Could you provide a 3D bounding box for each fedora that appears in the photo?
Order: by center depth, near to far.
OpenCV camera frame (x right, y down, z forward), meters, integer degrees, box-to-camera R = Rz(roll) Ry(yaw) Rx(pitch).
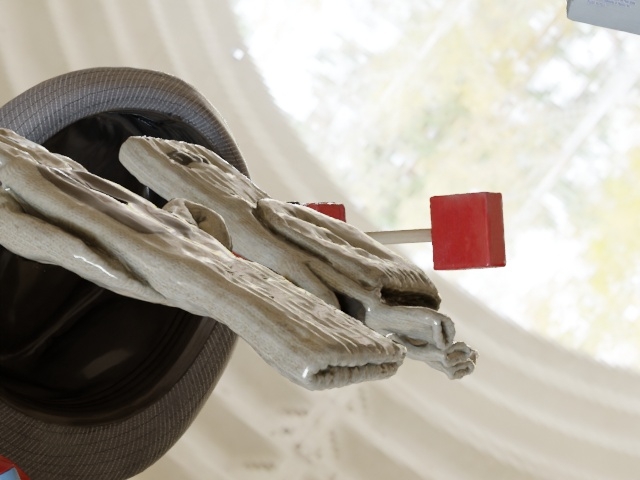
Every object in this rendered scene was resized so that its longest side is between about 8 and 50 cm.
[{"bbox_3d":[-0.169,0.013,1.109,0.243,0.275,0.124,14,-176,-36],"label":"fedora"}]

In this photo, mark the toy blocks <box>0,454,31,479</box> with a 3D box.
[{"bbox_3d":[-0.242,0.198,0.947,0.190,0.381,0.261,-25,-81,-49],"label":"toy blocks"}]

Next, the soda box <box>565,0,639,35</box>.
[{"bbox_3d":[0.262,-0.130,0.792,0.286,0.091,0.098,13,-153,-1],"label":"soda box"}]

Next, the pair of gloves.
[{"bbox_3d":[-0.038,0.011,0.735,0.204,0.042,0.240,29,-169,19],"label":"pair of gloves"}]

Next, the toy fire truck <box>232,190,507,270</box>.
[{"bbox_3d":[0.000,0.000,1.005,0.192,0.047,0.135,-4,179,36],"label":"toy fire truck"}]
